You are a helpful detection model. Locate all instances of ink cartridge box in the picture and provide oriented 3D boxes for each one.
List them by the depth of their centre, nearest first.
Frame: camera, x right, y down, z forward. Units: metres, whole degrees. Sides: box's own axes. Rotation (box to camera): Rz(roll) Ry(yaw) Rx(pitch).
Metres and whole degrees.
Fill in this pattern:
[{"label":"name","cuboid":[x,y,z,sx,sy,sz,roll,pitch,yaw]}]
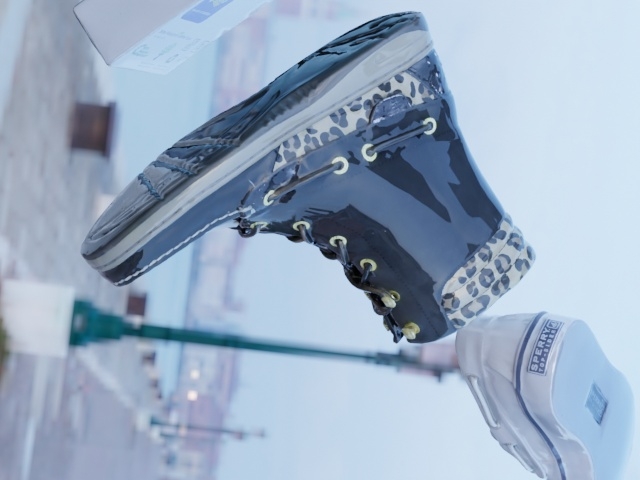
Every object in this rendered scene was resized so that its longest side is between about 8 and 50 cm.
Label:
[{"label":"ink cartridge box","cuboid":[-0.034,-0.252,1.408,0.065,0.333,0.165,59,10,4]}]

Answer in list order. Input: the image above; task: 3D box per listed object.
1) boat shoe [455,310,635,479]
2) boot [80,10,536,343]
[{"label":"boat shoe","cuboid":[0.158,0.114,1.191,0.095,0.084,0.258,-65,150,-24]},{"label":"boot","cuboid":[0.001,0.000,0.982,0.178,0.236,0.085,58,-13,-20]}]
